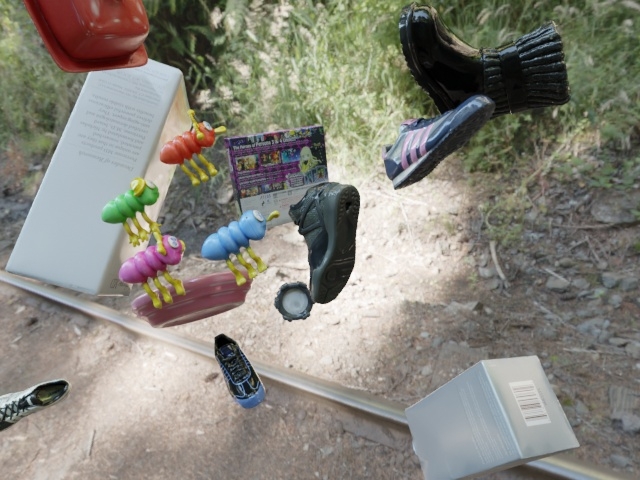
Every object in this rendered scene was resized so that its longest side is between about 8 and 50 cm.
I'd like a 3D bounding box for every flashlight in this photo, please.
[{"bbox_3d":[-0.072,0.158,1.121,0.103,0.103,0.304,20,-6,-2],"label":"flashlight"}]

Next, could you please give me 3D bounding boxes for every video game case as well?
[{"bbox_3d":[-0.088,-0.142,0.936,0.232,0.210,0.042,-17,21,-28],"label":"video game case"}]

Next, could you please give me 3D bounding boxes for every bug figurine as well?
[{"bbox_3d":[-0.188,-0.044,0.554,0.216,0.072,0.279,-35,58,1],"label":"bug figurine"}]

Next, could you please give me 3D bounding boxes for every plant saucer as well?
[{"bbox_3d":[-0.340,0.170,1.146,0.332,0.084,0.332,-17,-10,-3],"label":"plant saucer"}]

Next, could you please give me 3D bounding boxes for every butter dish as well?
[{"bbox_3d":[-0.309,-0.335,0.577,0.118,0.160,0.160,-10,19,34],"label":"butter dish"}]

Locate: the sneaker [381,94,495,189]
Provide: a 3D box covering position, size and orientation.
[{"bbox_3d":[0.235,-0.237,0.917,0.112,0.131,0.319,-16,-15,-33],"label":"sneaker"}]

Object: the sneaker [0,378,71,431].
[{"bbox_3d":[-0.284,0.154,0.393,0.083,0.031,0.037,-24,-9,-45],"label":"sneaker"}]

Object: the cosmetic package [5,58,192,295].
[{"bbox_3d":[-0.419,-0.124,0.848,0.162,0.453,0.230,18,-11,-9],"label":"cosmetic package"}]

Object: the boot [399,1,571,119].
[{"bbox_3d":[0.346,-0.385,0.853,0.260,0.348,0.131,-8,57,41],"label":"boot"}]

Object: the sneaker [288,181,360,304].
[{"bbox_3d":[0.000,0.000,0.777,0.087,0.227,0.130,-6,18,-38],"label":"sneaker"}]

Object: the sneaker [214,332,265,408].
[{"bbox_3d":[-0.213,0.316,1.022,0.081,0.090,0.232,-31,30,-20],"label":"sneaker"}]

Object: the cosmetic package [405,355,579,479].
[{"bbox_3d":[0.232,0.275,0.612,0.107,0.238,0.127,0,55,-18],"label":"cosmetic package"}]
